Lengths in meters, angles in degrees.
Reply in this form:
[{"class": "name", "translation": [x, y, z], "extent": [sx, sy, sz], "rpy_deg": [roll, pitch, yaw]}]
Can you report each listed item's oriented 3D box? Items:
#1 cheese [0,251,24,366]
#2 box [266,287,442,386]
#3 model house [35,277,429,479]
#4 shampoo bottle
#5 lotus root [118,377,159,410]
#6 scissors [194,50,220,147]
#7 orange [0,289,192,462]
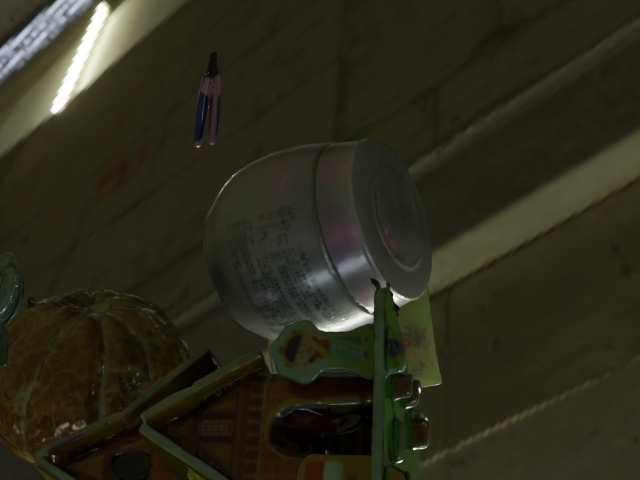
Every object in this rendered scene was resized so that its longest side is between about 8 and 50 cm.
[{"class": "cheese", "translation": [-0.332, 0.071, 1.153], "extent": [0.067, 0.026, 0.121], "rpy_deg": [-5, -107, 40]}, {"class": "box", "translation": [0.047, 0.155, 1.730], "extent": [0.260, 0.175, 0.062], "rpy_deg": [-8, -179, -8]}, {"class": "model house", "translation": [-0.080, 0.248, 0.898], "extent": [0.323, 0.300, 0.340], "rpy_deg": [-2, -121, 10]}, {"class": "shampoo bottle", "translation": [0.000, 0.000, 1.547], "extent": [0.266, 0.273, 0.273], "rpy_deg": [-17, -144, 25]}, {"class": "lotus root", "translation": [-0.157, 0.302, 1.296], "extent": [0.141, 0.314, 0.169], "rpy_deg": [-1, -164, 25]}, {"class": "scissors", "translation": [-0.131, -0.166, 1.310], "extent": [0.012, 0.113, 0.039], "rpy_deg": [17, -160, 29]}, {"class": "orange", "translation": [-0.341, 0.206, 1.653], "extent": [0.329, 0.329, 0.249], "rpy_deg": [21, -70, 62]}]
